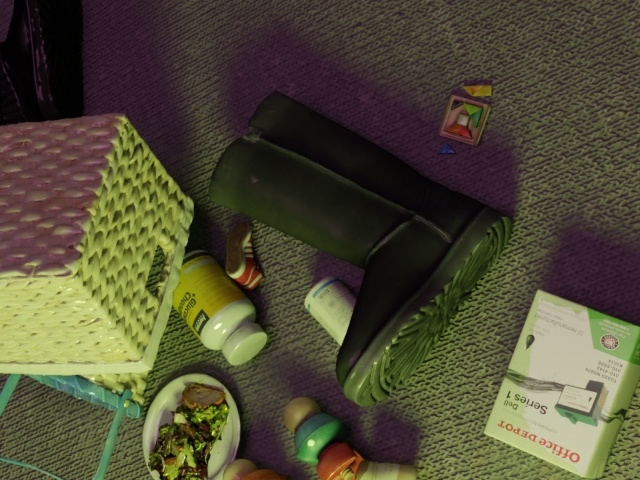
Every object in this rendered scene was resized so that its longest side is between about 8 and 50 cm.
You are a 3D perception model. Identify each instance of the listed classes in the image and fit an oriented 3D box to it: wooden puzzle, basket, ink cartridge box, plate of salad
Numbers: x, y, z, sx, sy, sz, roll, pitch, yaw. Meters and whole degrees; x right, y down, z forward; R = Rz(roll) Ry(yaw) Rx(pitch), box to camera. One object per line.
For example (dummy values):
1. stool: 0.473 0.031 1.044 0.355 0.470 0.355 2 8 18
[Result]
1. wooden puzzle: 0.219 -0.185 1.818 0.078 0.014 0.116 12 87 28
2. basket: -0.418 0.244 1.958 0.255 0.201 0.289 11 76 27
3. ink cartridge box: 0.343 0.199 1.643 0.160 0.092 0.219 20 90 29
4. basket: -0.414 0.006 1.823 0.331 0.266 0.328 -3 54 20
5. plate of salad: -0.216 0.313 1.923 0.200 0.048 0.200 -8 74 30

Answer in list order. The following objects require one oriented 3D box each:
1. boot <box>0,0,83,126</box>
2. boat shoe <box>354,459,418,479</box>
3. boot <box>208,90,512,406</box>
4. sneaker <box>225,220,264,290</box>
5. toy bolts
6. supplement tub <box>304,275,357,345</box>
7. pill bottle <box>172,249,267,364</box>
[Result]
1. boot: -0.579 -0.349 2.183 0.260 0.131 0.348 -9 77 25
2. boat shoe: 0.092 0.472 1.717 0.098 0.109 0.302 3 89 6
3. boot: 0.001 -0.001 1.775 0.445 0.146 0.367 32 64 24
4. sneaker: -0.121 0.028 1.943 0.042 0.067 0.118 -17 44 26
5. toy bolts: -0.062 0.334 1.779 0.228 0.218 0.158 -39 57 -4
6. supplement tub: 0.032 0.113 1.828 0.071 0.071 0.107 -49 65 11
7. pill bottle: -0.168 0.109 1.911 0.103 0.103 0.184 -48 64 12
